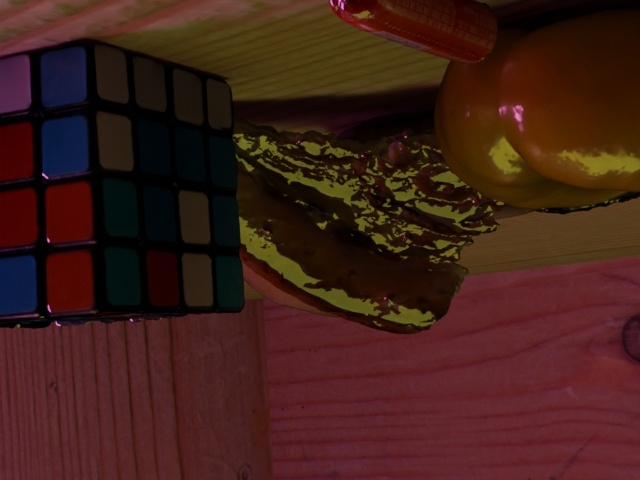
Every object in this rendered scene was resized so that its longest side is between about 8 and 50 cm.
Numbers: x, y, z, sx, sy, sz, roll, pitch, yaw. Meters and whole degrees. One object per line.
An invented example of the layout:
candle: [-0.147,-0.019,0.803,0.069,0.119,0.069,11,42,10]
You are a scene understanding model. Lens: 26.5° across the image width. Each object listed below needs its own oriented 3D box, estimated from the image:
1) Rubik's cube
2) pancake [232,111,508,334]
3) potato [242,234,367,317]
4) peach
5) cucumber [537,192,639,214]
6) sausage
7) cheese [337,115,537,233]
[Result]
Rubik's cube: [-0.151,-0.023,0.817,0.155,0.151,0.154,-7,173,26]
pancake: [0.035,-0.027,0.956,0.244,0.057,0.266,-24,132,35]
potato: [0.000,0.000,1.348,0.194,0.157,0.157,11,171,-15]
peach: [0.150,-0.072,0.757,0.179,0.103,0.179,-1,173,0]
cucumber: [0.271,-0.066,1.162,0.227,0.069,0.069,-11,172,27]
sausage: [0.042,-0.109,0.645,0.034,0.034,0.129,-7,174,33]
cheese: [0.143,-0.061,1.035,0.286,0.082,0.163,-9,174,26]
